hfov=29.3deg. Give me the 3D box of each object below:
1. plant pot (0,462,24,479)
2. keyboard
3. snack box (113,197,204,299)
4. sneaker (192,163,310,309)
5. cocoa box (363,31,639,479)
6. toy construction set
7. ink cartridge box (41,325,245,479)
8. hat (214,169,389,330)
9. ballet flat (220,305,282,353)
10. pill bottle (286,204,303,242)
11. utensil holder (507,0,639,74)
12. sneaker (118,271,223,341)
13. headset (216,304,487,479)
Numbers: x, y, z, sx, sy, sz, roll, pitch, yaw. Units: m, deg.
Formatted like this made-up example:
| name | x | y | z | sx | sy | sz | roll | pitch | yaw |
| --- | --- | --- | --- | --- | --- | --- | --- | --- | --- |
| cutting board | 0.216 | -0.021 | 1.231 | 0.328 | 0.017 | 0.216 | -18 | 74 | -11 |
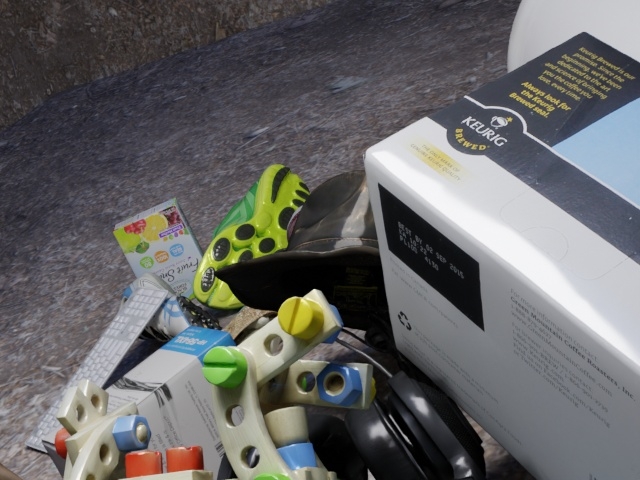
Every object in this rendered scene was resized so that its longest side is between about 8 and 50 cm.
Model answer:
| name | x | y | z | sx | sy | sz | roll | pitch | yaw |
| --- | --- | --- | --- | --- | --- | --- | --- | --- | --- |
| plant pot | -0.288 | 0.327 | 0.989 | 0.229 | 0.263 | 0.263 | 21 | 47 | 39 |
| keyboard | -0.284 | 0.162 | 1.566 | 0.072 | 0.014 | 0.256 | -1 | 50 | 51 |
| snack box | -0.223 | 0.023 | 1.764 | 0.100 | 0.141 | 0.037 | -23 | 20 | 4 |
| sneaker | -0.101 | 0.011 | 1.752 | 0.123 | 0.109 | 0.295 | -47 | 8 | 41 |
| cocoa box | 0.232 | 0.045 | 0.905 | 0.228 | 0.231 | 0.347 | -30 | 46 | -19 |
| toy construction set | -0.109 | 0.173 | 0.964 | 0.327 | 0.215 | 0.151 | -17 | -18 | 37 |
| ink cartridge box | -0.155 | 0.203 | 1.230 | 0.203 | 0.148 | 0.086 | -36 | 24 | -30 |
| hat | 0.051 | 0.006 | 1.241 | 0.331 | 0.331 | 0.134 | -4 | 70 | 43 |
| ballet flat | -0.098 | 0.136 | 1.456 | 0.067 | 0.073 | 0.206 | 6 | 37 | 29 |
| pill bottle | 0.000 | 0.000 | 1.649 | 0.086 | 0.086 | 0.152 | -25 | 21 | -1 |
| utensil holder | 0.389 | -0.141 | 1.224 | 0.327 | 0.328 | 0.385 | -23 | 22 | 4 |
| sneaker | -0.203 | 0.109 | 1.641 | 0.086 | 0.085 | 0.237 | -55 | 30 | -6 |
| headset | 0.045 | 0.212 | 1.066 | 0.243 | 0.185 | 0.394 | -20 | 35 | 24 |
